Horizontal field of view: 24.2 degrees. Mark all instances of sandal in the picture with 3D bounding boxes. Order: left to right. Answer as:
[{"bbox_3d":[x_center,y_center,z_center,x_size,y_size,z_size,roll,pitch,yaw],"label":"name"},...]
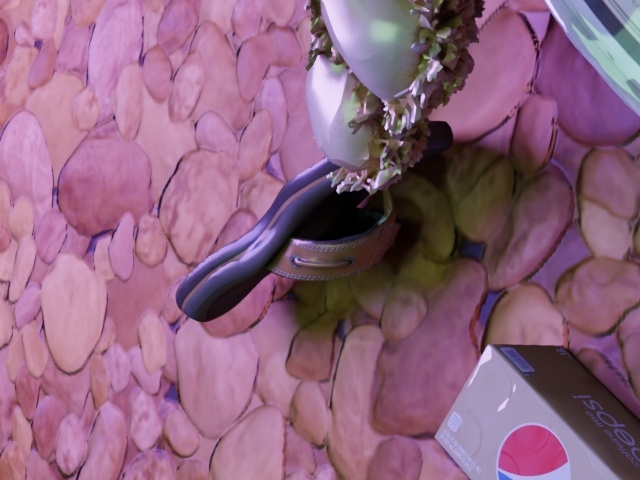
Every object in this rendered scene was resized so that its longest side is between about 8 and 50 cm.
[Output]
[{"bbox_3d":[0.000,0.000,0.837,0.219,0.090,0.060,-38,80,35],"label":"sandal"}]

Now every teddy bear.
[{"bbox_3d":[0.065,-0.183,0.711,0.245,0.113,0.338,100,-178,-53],"label":"teddy bear"}]

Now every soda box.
[{"bbox_3d":[0.135,0.126,0.690,0.181,0.058,0.061,48,121,40],"label":"soda box"}]

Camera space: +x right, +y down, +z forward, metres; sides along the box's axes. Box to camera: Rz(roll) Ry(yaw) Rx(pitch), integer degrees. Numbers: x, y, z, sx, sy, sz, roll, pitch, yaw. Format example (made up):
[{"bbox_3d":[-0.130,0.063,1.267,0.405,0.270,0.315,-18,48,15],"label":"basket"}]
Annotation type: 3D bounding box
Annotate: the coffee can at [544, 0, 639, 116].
[{"bbox_3d":[0.226,-0.159,0.506,0.275,0.201,0.201,-49,53,33],"label":"coffee can"}]
